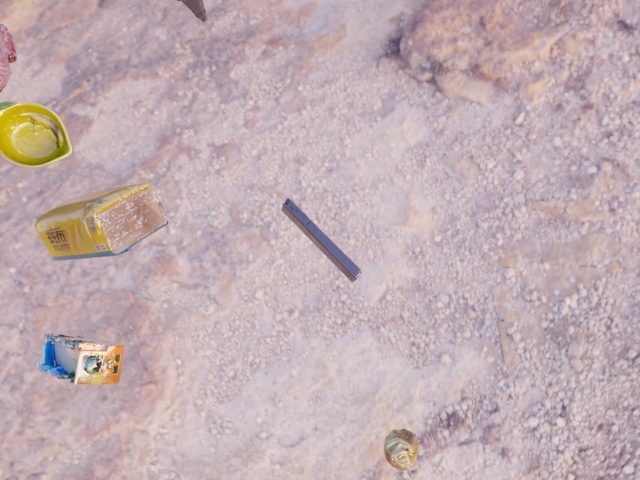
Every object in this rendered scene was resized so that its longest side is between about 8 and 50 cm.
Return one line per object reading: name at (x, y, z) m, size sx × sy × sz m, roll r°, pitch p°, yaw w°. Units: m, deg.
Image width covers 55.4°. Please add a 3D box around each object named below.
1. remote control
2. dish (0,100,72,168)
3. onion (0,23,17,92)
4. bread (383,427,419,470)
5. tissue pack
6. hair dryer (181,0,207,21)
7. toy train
remote control at (0.000, 0.000, 1.406) m, size 0.245 × 0.063 × 0.025 m, roll 45°, pitch 72°, yaw 5°
dish at (-0.667, -0.236, 1.404) m, size 0.207 × 0.080 × 0.149 m, roll 25°, pitch 78°, yaw -7°
onion at (-0.632, -0.298, 0.948) m, size 0.256 × 0.272 × 0.231 m, roll -11°, pitch 75°, yaw 32°
bread at (0.146, 0.380, 1.113) m, size 0.060 × 0.110 × 0.066 m, roll -30°, pitch 79°, yaw 10°
tissue pack at (-0.540, -0.047, 1.497) m, size 0.270 × 0.134 × 0.192 m, roll -6°, pitch 21°, yaw 36°
hair dryer at (-0.254, -0.433, 0.825) m, size 0.189 × 0.352 × 0.107 m, roll -12°, pitch 54°, yaw 12°
toy train at (-0.402, 0.200, 1.028) m, size 0.188 × 0.099 × 0.072 m, roll -1°, pitch 76°, yaw 46°
